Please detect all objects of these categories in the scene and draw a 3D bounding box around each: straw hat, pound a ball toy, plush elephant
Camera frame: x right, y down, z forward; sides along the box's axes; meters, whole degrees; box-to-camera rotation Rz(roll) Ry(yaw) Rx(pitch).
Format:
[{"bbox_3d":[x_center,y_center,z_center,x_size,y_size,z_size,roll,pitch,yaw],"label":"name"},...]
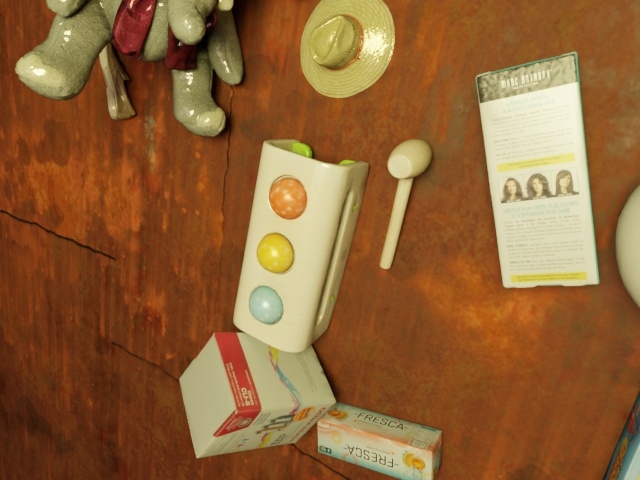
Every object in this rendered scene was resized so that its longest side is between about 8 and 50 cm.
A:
[{"bbox_3d":[0.019,-0.256,0.626,0.144,0.061,0.145,7,105,28],"label":"straw hat"},{"bbox_3d":[0.000,0.000,0.658,0.208,0.135,0.319,22,113,22],"label":"pound a ball toy"},{"bbox_3d":[-0.172,-0.311,0.597,0.255,0.271,0.330,5,81,53],"label":"plush elephant"}]

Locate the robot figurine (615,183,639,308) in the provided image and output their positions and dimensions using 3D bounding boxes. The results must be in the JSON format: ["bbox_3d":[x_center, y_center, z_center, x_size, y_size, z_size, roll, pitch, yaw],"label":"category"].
[{"bbox_3d":[0.414,0.001,0.415,0.278,0.209,0.174,-8,136,29],"label":"robot figurine"}]

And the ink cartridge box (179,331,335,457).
[{"bbox_3d":[-0.094,0.224,0.723,0.128,0.176,0.127,-53,47,29],"label":"ink cartridge box"}]

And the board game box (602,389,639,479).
[{"bbox_3d":[0.479,0.278,0.494,0.301,0.086,0.309,18,110,24],"label":"board game box"}]

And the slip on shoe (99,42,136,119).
[{"bbox_3d":[-0.349,-0.278,0.836,0.041,0.051,0.136,-8,91,-10],"label":"slip on shoe"}]

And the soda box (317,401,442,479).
[{"bbox_3d":[0.088,0.302,0.730,0.183,0.058,0.063,6,105,28],"label":"soda box"}]

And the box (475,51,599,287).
[{"bbox_3d":[0.246,-0.072,0.548,0.100,0.060,0.245,-5,100,29],"label":"box"}]
